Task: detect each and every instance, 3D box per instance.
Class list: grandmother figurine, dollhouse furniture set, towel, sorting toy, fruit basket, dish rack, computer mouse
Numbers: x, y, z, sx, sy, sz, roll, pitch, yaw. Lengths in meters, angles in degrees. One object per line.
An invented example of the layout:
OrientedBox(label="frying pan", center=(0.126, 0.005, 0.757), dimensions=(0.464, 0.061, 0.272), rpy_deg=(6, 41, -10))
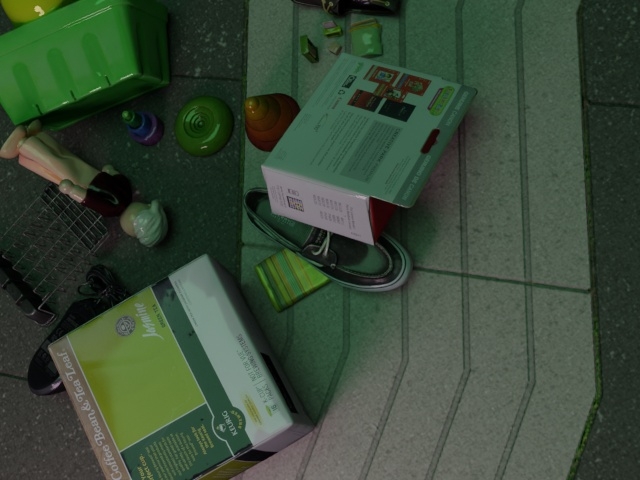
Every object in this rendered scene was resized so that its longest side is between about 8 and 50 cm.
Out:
OrientedBox(label="grandmother figurine", center=(-0.445, -0.106, 1.817), dimensions=(0.342, 0.208, 0.104), rpy_deg=(35, 120, 1))
OrientedBox(label="dollhouse furniture set", center=(0.041, -0.386, 1.775), dimensions=(0.152, 0.058, 0.076), rpy_deg=(-9, 76, 17))
OrientedBox(label="towel", center=(-0.004, 0.035, 1.721), dimensions=(0.237, 0.021, 0.102), rpy_deg=(-31, 74, 10))
OrientedBox(label="sorting toy", center=(-0.228, -0.242, 1.802), dimensions=(0.365, 0.126, 0.127), rpy_deg=(-1, 78, 18))
OrientedBox(label="fruit basket", center=(-0.520, -0.443, 1.860), dimensions=(0.392, 0.283, 0.392), rpy_deg=(1, 92, 14))
OrientedBox(label="dish rack", center=(-0.552, 0.015, 1.889), dimensions=(0.208, 0.074, 0.271), rpy_deg=(43, 92, 21))
OrientedBox(label="computer mouse", center=(-0.462, 0.196, 1.811), dimensions=(0.272, 0.072, 0.188), rpy_deg=(-52, 48, -4))

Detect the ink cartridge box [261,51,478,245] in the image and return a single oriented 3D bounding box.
OrientedBox(label="ink cartridge box", center=(0.094, -0.156, 1.600), dimensions=(0.272, 0.130, 0.309), rpy_deg=(19, 56, 22))

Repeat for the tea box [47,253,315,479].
OrientedBox(label="tea box", center=(-0.236, 0.258, 1.606), dimensions=(0.323, 0.220, 0.329), rpy_deg=(-29, 73, 1))

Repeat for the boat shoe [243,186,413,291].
OrientedBox(label="boat shoe", center=(0.000, 0.000, 1.650), dimensions=(0.335, 0.119, 0.121), rpy_deg=(21, 87, 20))

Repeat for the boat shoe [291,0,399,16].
OrientedBox(label="boat shoe", center=(0.042, -0.470, 1.782), dimensions=(0.228, 0.081, 0.068), rpy_deg=(3, 75, 17))
